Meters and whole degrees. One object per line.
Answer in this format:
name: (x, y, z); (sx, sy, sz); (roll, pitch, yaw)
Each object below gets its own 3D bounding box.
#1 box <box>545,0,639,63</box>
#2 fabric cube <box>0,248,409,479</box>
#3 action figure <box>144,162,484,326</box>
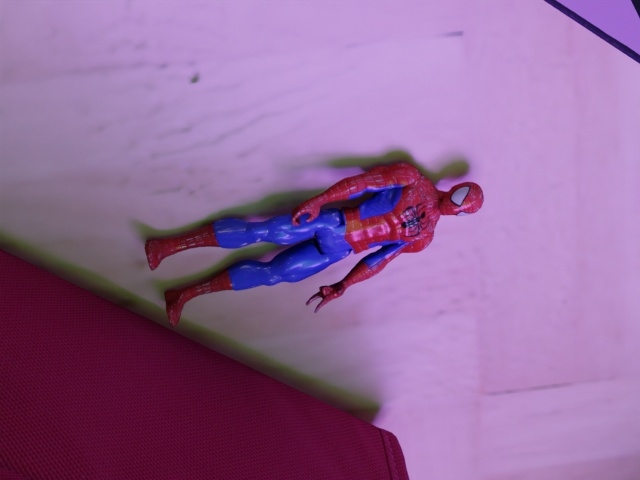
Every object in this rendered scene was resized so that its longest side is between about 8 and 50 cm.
box: (0.055, -0.134, 0.446); (0.261, 0.184, 0.103); (30, 112, -19)
fabric cube: (-0.136, 0.164, 0.535); (0.258, 0.259, 0.254); (27, 111, -16)
action figure: (0.000, 0.000, 0.595); (0.115, 0.030, 0.038); (-17, 112, 0)
